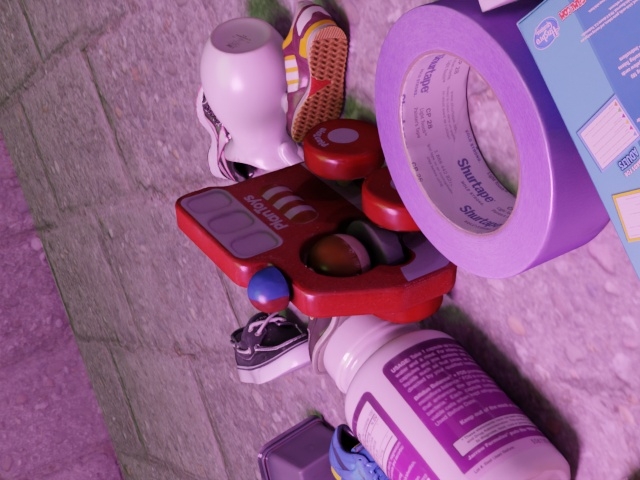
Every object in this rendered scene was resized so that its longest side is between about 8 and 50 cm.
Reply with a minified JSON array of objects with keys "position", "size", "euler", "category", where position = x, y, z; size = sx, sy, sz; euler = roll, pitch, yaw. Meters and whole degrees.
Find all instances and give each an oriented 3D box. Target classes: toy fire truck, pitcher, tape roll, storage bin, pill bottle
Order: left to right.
[{"position":[-0.070,-0.182,1.484],"size":[0.178,0.125,0.207],"euler":[24,144,28],"category":"pitcher"},{"position":[-0.016,0.354,1.756],"size":[0.091,0.135,0.098],"euler":[17,124,48],"category":"storage bin"},{"position":[0.000,0.000,1.299],"size":[0.302,0.254,0.169],"euler":[42,144,44],"category":"toy fire truck"},{"position":[0.134,0.212,1.297],"size":[0.301,0.169,0.169],"euler":[49,148,37],"category":"pill bottle"},{"position":[0.165,-0.105,1.087],"size":[0.275,0.090,0.274],"euler":[42,143,43],"category":"tape roll"}]

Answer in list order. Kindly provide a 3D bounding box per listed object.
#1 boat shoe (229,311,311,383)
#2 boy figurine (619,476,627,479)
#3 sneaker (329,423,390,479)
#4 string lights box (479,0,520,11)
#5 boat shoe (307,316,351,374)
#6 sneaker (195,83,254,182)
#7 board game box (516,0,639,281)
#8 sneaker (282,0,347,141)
[{"position":[-0.079,0.162,1.766],"size":[0.102,0.108,0.301],"euler":[67,162,0],"category":"boat shoe"},{"position":[0.315,0.318,1.113],"size":[0.285,0.092,0.177],"euler":[-12,101,61],"category":"boy figurine"},{"position":[0.078,0.345,1.625],"size":[0.209,0.069,0.082],"euler":[38,137,48],"category":"sneaker"},{"position":[0.159,-0.340,0.934],"size":[0.133,0.077,0.259],"euler":[-11,98,66],"category":"string lights box"},{"position":[0.023,0.095,1.538],"size":[0.068,0.081,0.227],"euler":[55,144,33],"category":"boat shoe"},{"position":[-0.129,-0.164,1.671],"size":[0.077,0.072,0.178],"euler":[28,142,38],"category":"sneaker"},{"position":[0.309,-0.078,0.832],"size":[0.336,0.079,0.254],"euler":[66,154,6],"category":"board game box"},{"position":[-0.013,-0.211,1.398],"size":[0.084,0.070,0.185],"euler":[59,148,38],"category":"sneaker"}]
